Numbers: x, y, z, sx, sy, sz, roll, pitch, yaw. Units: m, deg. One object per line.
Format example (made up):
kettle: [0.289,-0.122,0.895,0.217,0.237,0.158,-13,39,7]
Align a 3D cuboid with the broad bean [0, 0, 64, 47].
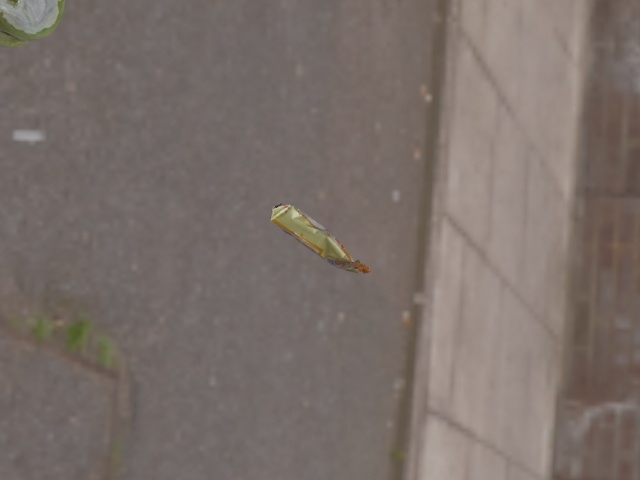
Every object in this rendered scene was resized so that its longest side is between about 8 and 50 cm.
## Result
broad bean: [-0.353,-0.292,1.675,0.206,0.072,0.153,45,65,-30]

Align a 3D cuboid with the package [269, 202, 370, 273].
package: [-0.002,-0.001,1.788,0.031,0.121,0.108,-55,169,0]
